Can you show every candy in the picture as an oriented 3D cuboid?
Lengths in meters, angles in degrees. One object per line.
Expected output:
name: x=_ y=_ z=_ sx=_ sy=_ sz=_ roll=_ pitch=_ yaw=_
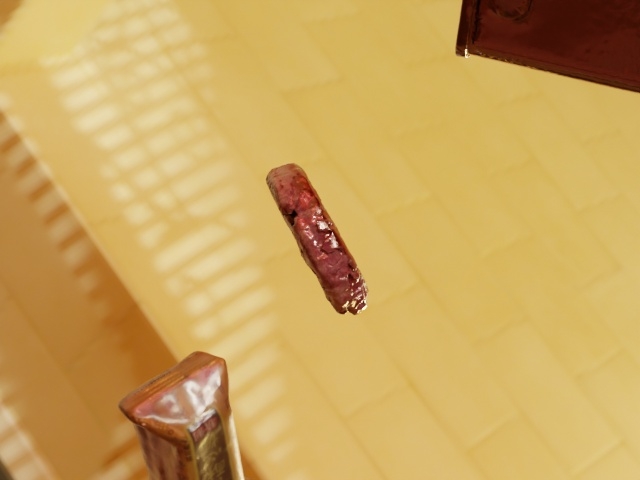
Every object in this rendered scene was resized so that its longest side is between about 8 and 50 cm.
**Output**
candy: x=-0.135 y=0.243 z=1.816 sx=0.143 sy=0.101 sz=0.271 roll=-34 pitch=-47 yaw=-28

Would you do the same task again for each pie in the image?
pie: x=0.000 y=0.000 z=1.408 sx=0.038 sy=0.153 sz=0.153 roll=-29 pitch=-11 yaw=2

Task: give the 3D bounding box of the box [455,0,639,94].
box: x=0.270 y=-0.300 z=1.393 sx=0.239 sy=0.229 sz=0.339 roll=97 pitch=-166 yaw=-50
